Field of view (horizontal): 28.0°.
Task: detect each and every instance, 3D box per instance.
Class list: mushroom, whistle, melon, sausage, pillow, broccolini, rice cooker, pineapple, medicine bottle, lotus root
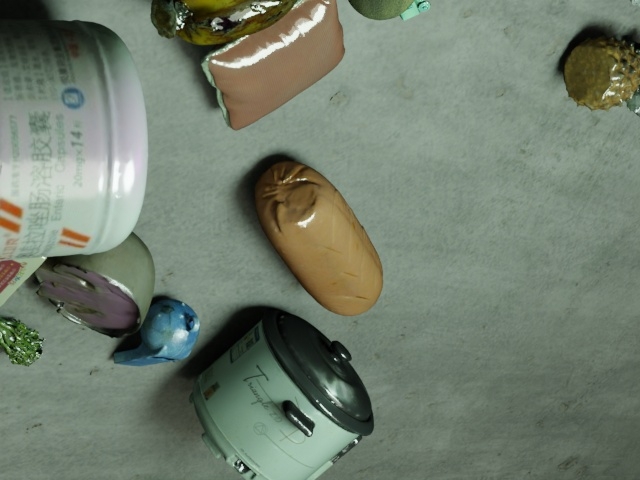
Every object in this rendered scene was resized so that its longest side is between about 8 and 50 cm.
[{"bbox_3d":[-0.270,0.042,1.609,0.117,0.141,0.188,-57,171,-30],"label":"mushroom"},{"bbox_3d":[-0.222,0.126,1.790,0.158,0.090,0.090,-13,165,42],"label":"whistle"},{"bbox_3d":[0.076,-0.321,1.508,0.098,0.098,0.131,-13,139,-30],"label":"melon"},{"bbox_3d":[0.000,0.000,1.788,0.121,0.121,0.304,-37,146,0],"label":"sausage"},{"bbox_3d":[-0.055,-0.222,1.518,0.179,0.075,0.171,-35,157,-8],"label":"pillow"},{"bbox_3d":[-0.421,0.092,1.598,0.054,0.051,0.239,1,152,24],"label":"broccolini"},{"bbox_3d":[-0.047,0.234,1.914,0.227,0.241,0.280,-42,-170,11],"label":"rice cooker"},{"bbox_3d":[0.462,-0.247,1.931,0.237,0.111,0.119,-4,164,-45],"label":"pineapple"},{"bbox_3d":[-0.345,-0.098,1.270,0.301,0.241,0.241,-4,134,-25],"label":"medicine bottle"},{"bbox_3d":[-0.089,-0.283,1.392,0.209,0.120,0.120,-27,144,-12],"label":"lotus root"}]

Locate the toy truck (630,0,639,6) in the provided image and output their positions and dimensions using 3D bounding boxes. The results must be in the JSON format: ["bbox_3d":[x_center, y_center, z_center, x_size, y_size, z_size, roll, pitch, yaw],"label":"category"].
[{"bbox_3d":[0.560,-0.358,1.862,0.177,0.161,0.213,-34,151,31],"label":"toy truck"}]

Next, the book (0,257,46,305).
[{"bbox_3d":[-0.450,0.023,1.447,0.231,0.022,0.162,26,123,-39],"label":"book"}]

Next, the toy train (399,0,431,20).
[{"bbox_3d":[0.107,-0.316,1.602,0.045,0.029,0.092,-24,142,8],"label":"toy train"}]
